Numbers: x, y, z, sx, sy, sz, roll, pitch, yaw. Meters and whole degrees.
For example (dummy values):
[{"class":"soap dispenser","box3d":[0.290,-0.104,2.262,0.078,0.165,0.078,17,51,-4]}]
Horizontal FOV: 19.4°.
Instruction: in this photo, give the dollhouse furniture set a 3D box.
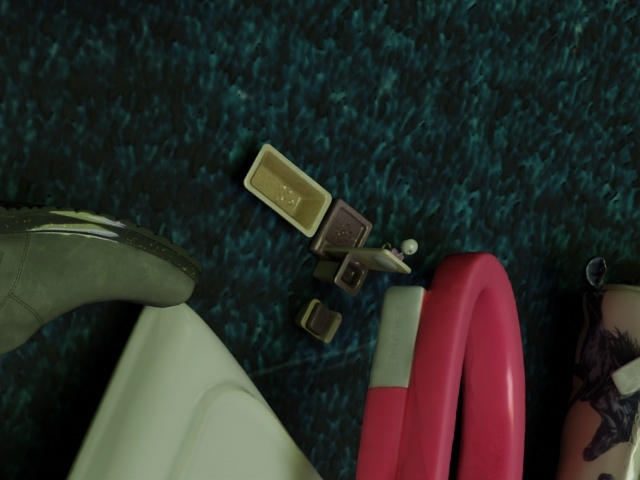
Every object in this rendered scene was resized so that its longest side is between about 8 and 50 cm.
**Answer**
[{"class":"dollhouse furniture set","box3d":[0.000,0.000,1.175,0.114,0.081,0.091,39,70,-32]}]

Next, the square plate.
[{"class":"square plate","box3d":[-0.036,0.248,1.084,0.344,0.049,0.347,54,33,-27]}]

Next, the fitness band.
[{"class":"fitness band","box3d":[0.084,0.145,1.186,0.209,0.054,0.291,59,35,-51]}]

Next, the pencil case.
[{"class":"pencil case","box3d":[0.223,0.222,1.304,0.183,0.160,0.410,22,78,-61]}]

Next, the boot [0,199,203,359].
[{"class":"boot","box3d":[-0.184,0.054,1.033,0.246,0.083,0.161,15,84,-41]}]
